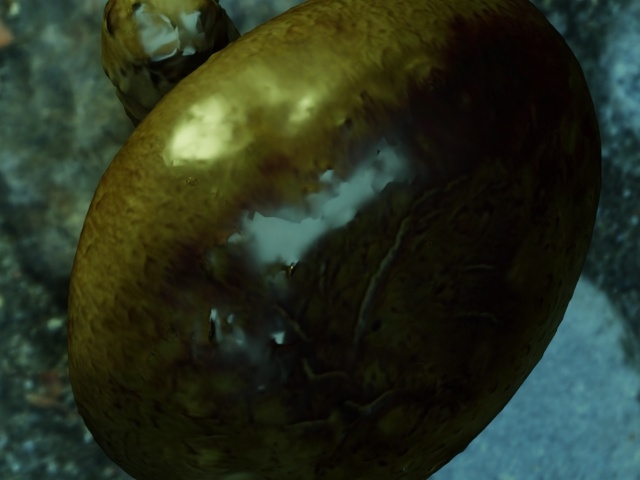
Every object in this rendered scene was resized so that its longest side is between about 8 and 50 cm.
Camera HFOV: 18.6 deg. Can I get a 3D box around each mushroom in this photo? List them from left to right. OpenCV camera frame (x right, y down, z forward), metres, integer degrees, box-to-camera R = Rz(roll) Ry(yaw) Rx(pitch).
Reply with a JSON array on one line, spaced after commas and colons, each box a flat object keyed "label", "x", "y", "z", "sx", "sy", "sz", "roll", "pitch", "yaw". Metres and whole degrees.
[{"label": "mushroom", "x": 0.014, "y": 0.012, "z": 1.110, "sx": 0.345, "sy": 0.239, "sz": 0.345, "roll": -6, "pitch": 124, "yaw": -9}]
